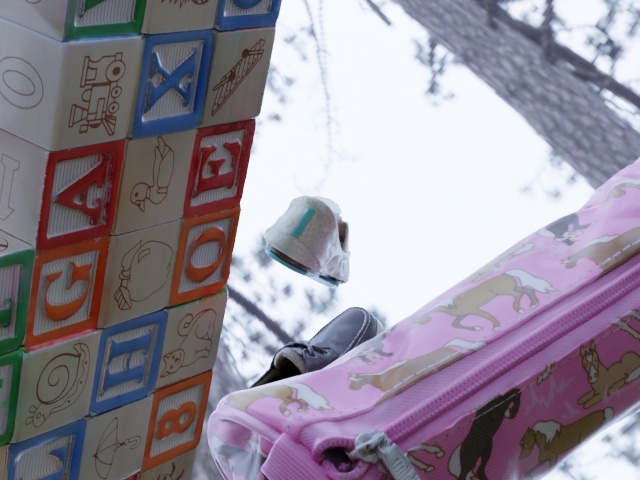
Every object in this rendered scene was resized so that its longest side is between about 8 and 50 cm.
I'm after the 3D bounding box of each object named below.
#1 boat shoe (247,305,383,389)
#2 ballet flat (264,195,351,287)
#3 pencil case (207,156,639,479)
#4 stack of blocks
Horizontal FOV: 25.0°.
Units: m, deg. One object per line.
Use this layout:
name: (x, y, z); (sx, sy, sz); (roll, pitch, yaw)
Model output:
boat shoe: (-0.011, 0.095, 1.017); (0.152, 0.056, 0.049); (-50, -55, -31)
ballet flat: (0.000, 0.000, 0.955); (0.057, 0.168, 0.052); (30, -91, 4)
pencil case: (0.123, 0.078, 0.906); (0.386, 0.167, 0.160); (-29, -60, -23)
stack of blocks: (-0.121, 0.003, 0.615); (0.171, 0.087, 0.297); (-16, -56, -52)
